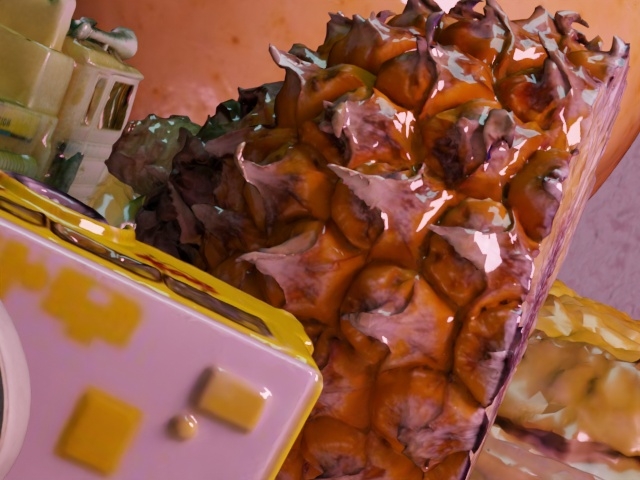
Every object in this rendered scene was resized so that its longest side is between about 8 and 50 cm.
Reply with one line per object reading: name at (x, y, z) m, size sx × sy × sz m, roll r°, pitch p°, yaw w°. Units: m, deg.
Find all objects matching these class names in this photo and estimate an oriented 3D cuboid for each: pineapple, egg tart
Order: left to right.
pineapple at (0.000, -0.002, 0.583) m, size 0.137 × 0.176 × 0.161 m, roll 23°, pitch 1°, yaw 8°
egg tart at (0.129, 0.080, 0.872) m, size 0.291 × 0.107 × 0.291 m, roll 26°, pitch 4°, yaw -2°

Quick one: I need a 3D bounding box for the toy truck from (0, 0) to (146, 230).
toy truck at (-0.119, -0.041, 0.662) m, size 0.128 × 0.135 × 0.259 m, roll 27°, pitch 0°, yaw 16°

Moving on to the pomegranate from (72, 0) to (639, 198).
pomegranate at (-0.010, -0.154, 1.017) m, size 0.411 × 0.411 × 0.411 m, roll 25°, pitch 3°, yaw -1°

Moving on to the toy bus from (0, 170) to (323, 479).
toy bus at (-0.114, 0.008, 0.437) m, size 0.226 × 0.081 × 0.074 m, roll 28°, pitch 7°, yaw -15°

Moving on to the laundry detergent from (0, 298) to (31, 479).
laundry detergent at (-0.116, 0.017, 0.270) m, size 0.099 × 0.070 × 0.225 m, roll 32°, pitch 3°, yaw 8°
